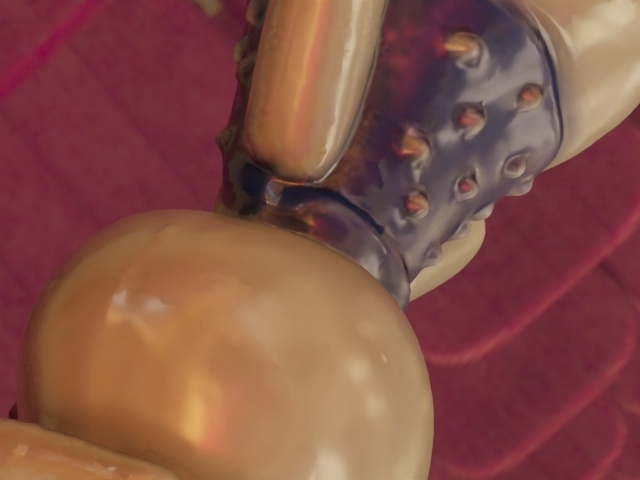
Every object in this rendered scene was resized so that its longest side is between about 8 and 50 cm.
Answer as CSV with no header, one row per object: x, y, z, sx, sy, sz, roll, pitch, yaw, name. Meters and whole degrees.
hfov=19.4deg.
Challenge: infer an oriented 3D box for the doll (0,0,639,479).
0.000,0.000,0.428,0.138,0.119,0.293,73,37,-55,doll
